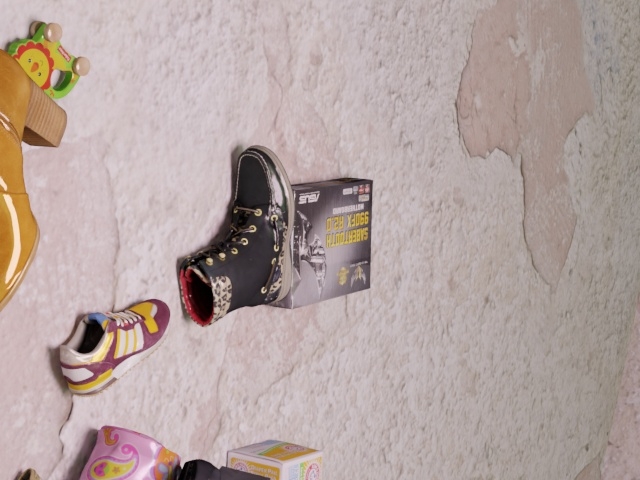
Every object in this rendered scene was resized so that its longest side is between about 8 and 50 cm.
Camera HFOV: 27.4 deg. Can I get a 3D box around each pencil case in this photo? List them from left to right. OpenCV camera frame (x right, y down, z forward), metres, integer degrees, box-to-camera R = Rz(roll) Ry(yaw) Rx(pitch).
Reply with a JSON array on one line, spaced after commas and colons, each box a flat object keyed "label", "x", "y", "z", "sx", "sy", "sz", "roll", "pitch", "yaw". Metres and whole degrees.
[{"label": "pencil case", "x": -0.273, "y": 0.379, "z": 1.653, "sx": 0.124, "sy": 0.124, "sz": 0.284, "roll": 43, "pitch": 60, "yaw": -51}]

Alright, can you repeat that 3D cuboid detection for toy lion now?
[{"label": "toy lion", "x": -0.328, "y": -0.202, "z": 1.545, "sx": 0.096, "sy": 0.034, "sz": 0.100, "roll": -61, "pitch": 142, "yaw": -20}]

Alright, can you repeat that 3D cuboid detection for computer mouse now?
[{"label": "computer mouse", "x": -0.174, "y": 0.322, "z": 1.713, "sx": 0.041, "sy": 0.242, "sz": 0.071, "roll": 20, "pitch": 75, "yaw": -15}]

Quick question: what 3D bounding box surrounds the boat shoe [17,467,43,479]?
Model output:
[{"label": "boat shoe", "x": -0.373, "y": 0.337, "z": 1.549, "sx": 0.153, "sy": 0.056, "sz": 0.048, "roll": -52, "pitch": 126, "yaw": -41}]

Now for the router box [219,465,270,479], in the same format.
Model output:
[{"label": "router box", "x": -0.163, "y": 0.480, "z": 1.760, "sx": 0.309, "sy": 0.081, "sz": 0.243, "roll": -42, "pitch": 142, "yaw": -67}]

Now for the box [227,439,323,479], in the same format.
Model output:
[{"label": "box", "x": -0.072, "y": 0.412, "z": 1.977, "sx": 0.114, "sy": 0.103, "sz": 0.203, "roll": -6, "pitch": 100, "yaw": -56}]

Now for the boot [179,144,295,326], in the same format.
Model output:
[{"label": "boot", "x": -0.119, "y": -0.004, "z": 1.849, "sx": 0.178, "sy": 0.085, "sz": 0.236, "roll": -23, "pitch": 115, "yaw": -51}]

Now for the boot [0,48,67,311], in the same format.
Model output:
[{"label": "boot", "x": -0.394, "y": -0.076, "z": 1.413, "sx": 0.211, "sy": 0.104, "sz": 0.295, "roll": 36, "pitch": 60, "yaw": -48}]

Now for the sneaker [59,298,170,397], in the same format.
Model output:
[{"label": "sneaker", "x": -0.257, "y": 0.116, "z": 1.670, "sx": 0.185, "sy": 0.069, "sz": 0.084, "roll": -48, "pitch": 139, "yaw": -43}]

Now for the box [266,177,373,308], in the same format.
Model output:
[{"label": "box", "x": 0.000, "y": 0.000, "z": 2.058, "sx": 0.231, "sy": 0.056, "sz": 0.183, "roll": -10, "pitch": 103, "yaw": -56}]
